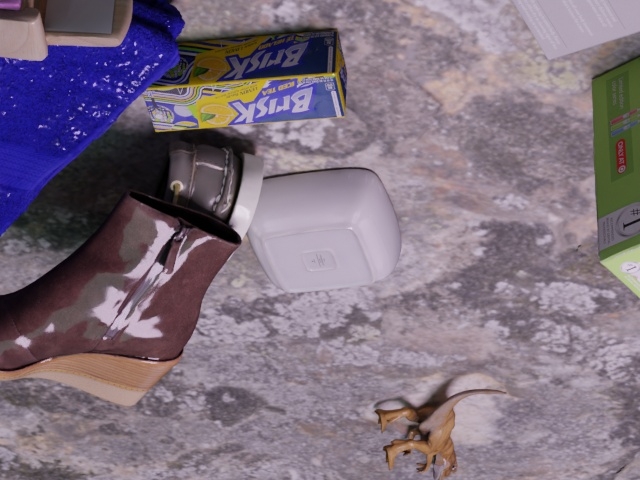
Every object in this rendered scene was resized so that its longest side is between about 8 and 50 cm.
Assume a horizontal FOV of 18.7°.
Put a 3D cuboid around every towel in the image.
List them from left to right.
[{"bbox_3d":[-0.270,-0.097,1.589,0.308,0.076,0.228,-45,152,24],"label":"towel"}]

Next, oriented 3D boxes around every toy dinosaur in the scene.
[{"bbox_3d":[0.121,0.193,2.068,0.112,0.064,0.211,-11,152,-11],"label":"toy dinosaur"}]

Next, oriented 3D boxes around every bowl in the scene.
[{"bbox_3d":[0.000,0.000,1.828,0.142,0.053,0.142,-6,142,13],"label":"bowl"}]

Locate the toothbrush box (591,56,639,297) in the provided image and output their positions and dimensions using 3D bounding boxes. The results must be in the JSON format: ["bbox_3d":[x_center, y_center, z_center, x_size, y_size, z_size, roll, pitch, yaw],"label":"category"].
[{"bbox_3d":[0.370,-0.082,1.573,0.283,0.206,0.122,-27,132,32],"label":"toothbrush box"}]

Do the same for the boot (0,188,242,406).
[{"bbox_3d":[-0.217,0.033,1.711,0.248,0.090,0.207,19,117,-25],"label":"boot"}]

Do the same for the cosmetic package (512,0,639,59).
[{"bbox_3d":[0.255,-0.239,1.471,0.238,0.107,0.127,-17,137,20],"label":"cosmetic package"}]

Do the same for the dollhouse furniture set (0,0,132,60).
[{"bbox_3d":[-0.150,-0.315,1.255,0.198,0.286,0.303,2,153,1],"label":"dollhouse furniture set"}]

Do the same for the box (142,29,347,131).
[{"bbox_3d":[-0.064,-0.136,1.660,0.169,0.054,0.059,-4,141,9],"label":"box"}]

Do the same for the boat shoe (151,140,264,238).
[{"bbox_3d":[-0.151,0.019,1.822,0.091,0.109,0.305,18,133,-17],"label":"boat shoe"}]
